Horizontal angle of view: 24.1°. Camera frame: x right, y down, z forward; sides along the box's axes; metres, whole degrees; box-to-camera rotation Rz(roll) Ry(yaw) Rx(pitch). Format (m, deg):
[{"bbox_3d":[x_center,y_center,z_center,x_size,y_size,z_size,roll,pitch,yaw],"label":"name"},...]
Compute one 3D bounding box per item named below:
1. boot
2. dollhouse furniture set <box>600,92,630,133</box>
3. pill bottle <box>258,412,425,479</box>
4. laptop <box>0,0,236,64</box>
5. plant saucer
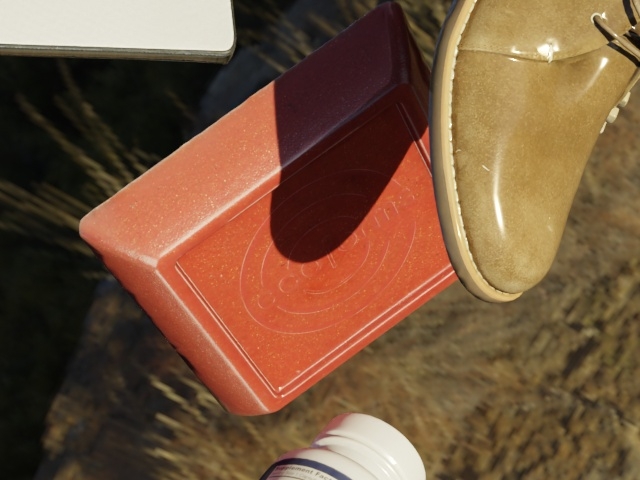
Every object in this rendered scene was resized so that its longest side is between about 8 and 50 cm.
[{"bbox_3d":[0.142,-0.113,0.806,0.115,0.112,0.305,8,82,39],"label":"boot"},{"bbox_3d":[0.279,-0.254,1.538,0.262,0.135,0.259,107,-175,-70],"label":"dollhouse furniture set"},{"bbox_3d":[-0.007,0.208,1.020,0.112,0.112,0.187,-17,22,44],"label":"pill bottle"},{"bbox_3d":[-0.211,-0.328,0.782,0.236,0.382,0.408,144,122,-64],"label":"laptop"},{"bbox_3d":[0.000,0.000,1.045,0.258,0.259,0.048,-36,48,-4],"label":"plant saucer"}]
